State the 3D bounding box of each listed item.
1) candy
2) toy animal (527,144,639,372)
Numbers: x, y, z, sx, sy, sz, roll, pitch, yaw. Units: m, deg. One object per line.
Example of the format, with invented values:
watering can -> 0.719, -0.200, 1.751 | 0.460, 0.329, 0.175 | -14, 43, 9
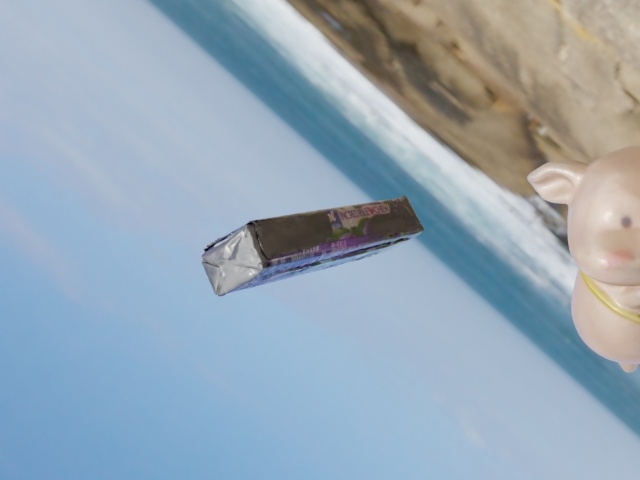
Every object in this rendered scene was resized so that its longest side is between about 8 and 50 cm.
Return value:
candy -> 0.000, 0.000, 1.360 | 0.312, 0.088, 0.061 | -12, -102, -53
toy animal -> 0.314, 0.025, 1.164 | 0.149, 0.165, 0.248 | -135, 29, -59
